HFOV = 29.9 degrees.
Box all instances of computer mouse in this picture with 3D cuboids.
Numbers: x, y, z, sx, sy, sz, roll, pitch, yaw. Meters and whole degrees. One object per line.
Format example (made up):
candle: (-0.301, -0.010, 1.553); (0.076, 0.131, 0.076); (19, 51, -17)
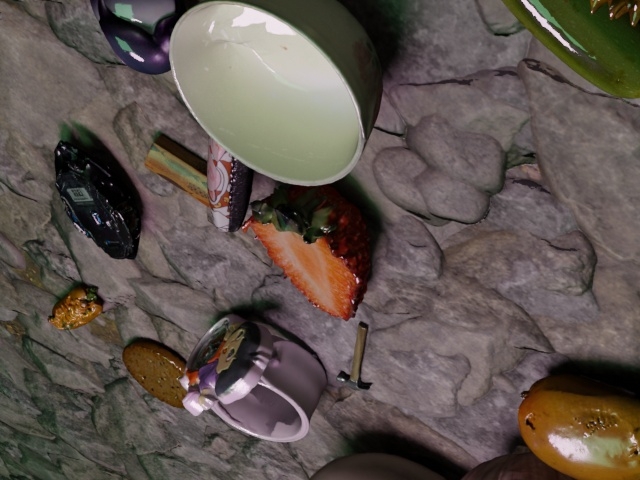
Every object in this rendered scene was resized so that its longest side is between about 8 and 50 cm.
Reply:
computer mouse: (-0.363, -0.069, 1.993); (0.147, 0.077, 0.241); (0, 128, 41)

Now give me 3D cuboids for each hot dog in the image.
hot dog: (-0.483, 0.139, 2.363); (0.072, 0.055, 0.188); (45, 146, -10)

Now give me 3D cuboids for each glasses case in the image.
glasses case: (-0.190, -0.091, 1.849); (0.170, 0.041, 0.064); (33, 145, 7)
glasses case: (-0.126, -0.120, 1.695); (0.067, 0.103, 0.266); (3, 138, -6)

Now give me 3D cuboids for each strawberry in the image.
strawberry: (0.000, 0.000, 1.744); (0.188, 0.106, 0.286); (19, 155, 31)

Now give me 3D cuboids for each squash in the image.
squash: (0.229, -0.268, 1.236); (0.341, 0.094, 0.094); (44, 145, -14)

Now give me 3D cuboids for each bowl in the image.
bowl: (-0.036, -0.213, 1.479); (0.277, 0.145, 0.277); (22, 142, 18)

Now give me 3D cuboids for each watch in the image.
watch: (-0.102, 0.255, 2.061); (0.231, 0.196, 0.244); (42, 143, -20)

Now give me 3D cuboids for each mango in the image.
mango: (0.397, 0.266, 1.685); (0.249, 0.151, 0.156); (7, 167, 28)

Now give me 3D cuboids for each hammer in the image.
hammer: (0.064, 0.194, 1.984); (0.062, 0.017, 0.182); (26, 143, 14)

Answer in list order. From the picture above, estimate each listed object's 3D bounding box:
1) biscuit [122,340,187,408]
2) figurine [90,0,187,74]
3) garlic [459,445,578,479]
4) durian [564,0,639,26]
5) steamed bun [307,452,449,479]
biscuit: (-0.313, 0.266, 2.389); (0.188, 0.027, 0.187); (23, 144, 18)
figurine: (-0.241, -0.320, 1.538); (0.145, 0.145, 0.222); (-11, 120, 47)
garlic: (0.337, 0.445, 1.844); (0.318, 0.259, 0.317); (-5, 152, -3)
durian: (0.283, -0.335, 0.917); (0.384, 0.347, 0.347); (35, 147, 18)
steamed bun: (0.117, 0.540, 2.074); (0.374, 0.334, 0.334); (27, 145, 15)
